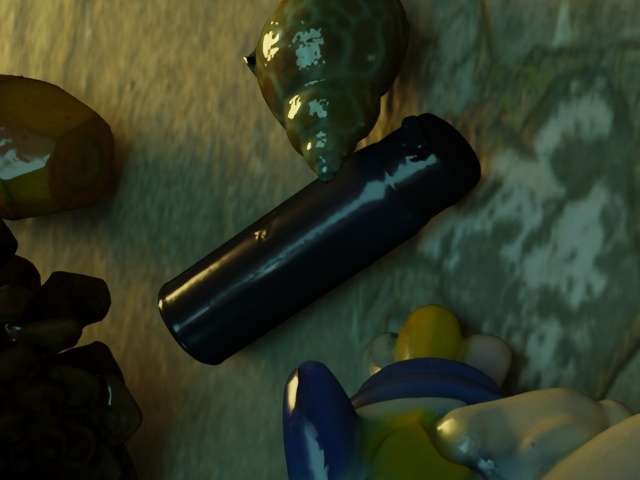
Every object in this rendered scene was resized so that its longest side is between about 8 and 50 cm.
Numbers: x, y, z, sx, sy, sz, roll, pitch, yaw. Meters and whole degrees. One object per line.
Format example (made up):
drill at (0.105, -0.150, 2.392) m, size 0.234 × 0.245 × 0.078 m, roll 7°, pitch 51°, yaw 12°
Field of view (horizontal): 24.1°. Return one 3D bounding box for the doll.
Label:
doll at (0.113, 0.171, 0.864) m, size 0.366 × 0.376 × 0.187 m, roll 15°, pitch 108°, yaw 37°

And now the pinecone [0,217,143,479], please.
pinecone at (-0.340, 0.112, 1.066) m, size 0.384 × 0.384 × 0.384 m, roll -4°, pitch 81°, yaw 25°

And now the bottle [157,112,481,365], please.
bottle at (0.000, 0.000, 1.057) m, size 0.244 × 0.082 × 0.072 m, roll -35°, pitch 50°, yaw 20°

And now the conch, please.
conch at (0.008, -0.133, 1.042) m, size 0.116 × 0.173 × 0.106 m, roll -34°, pitch 111°, yaw 5°

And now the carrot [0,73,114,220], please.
carrot at (-0.305, -0.085, 1.199) m, size 0.302 × 0.114 × 0.114 m, roll 12°, pitch 88°, yaw 28°
